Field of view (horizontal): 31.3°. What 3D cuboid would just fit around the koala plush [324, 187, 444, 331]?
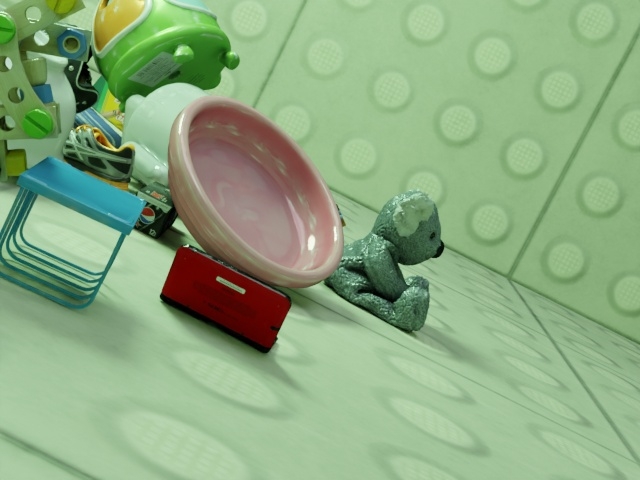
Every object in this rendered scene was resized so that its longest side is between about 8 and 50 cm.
[{"bbox_3d":[0.129,0.011,1.957,0.203,0.221,0.196,27,8,3],"label":"koala plush"}]

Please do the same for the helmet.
[{"bbox_3d":[-0.489,-0.319,2.089,0.169,0.169,0.161,31,-10,29],"label":"helmet"}]

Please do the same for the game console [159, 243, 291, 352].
[{"bbox_3d":[-0.105,0.063,1.335,0.144,0.124,0.085,26,34,2],"label":"game console"}]

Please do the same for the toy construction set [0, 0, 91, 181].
[{"bbox_3d":[-0.402,-0.163,1.190,0.328,0.215,0.151,1,12,6],"label":"toy construction set"}]

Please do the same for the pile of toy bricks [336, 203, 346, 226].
[{"bbox_3d":[0.000,0.000,2.150,0.212,0.118,0.105,105,-39,-87],"label":"pile of toy bricks"}]

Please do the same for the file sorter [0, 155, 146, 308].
[{"bbox_3d":[-0.262,-0.009,1.186,0.118,0.104,0.170,26,8,-8],"label":"file sorter"}]

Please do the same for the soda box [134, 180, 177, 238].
[{"bbox_3d":[-0.247,-0.048,1.714,0.060,0.053,0.169,26,8,-3],"label":"soda box"}]

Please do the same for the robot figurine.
[{"bbox_3d":[-0.203,-0.145,1.973,0.300,0.199,0.353,-19,39,-41],"label":"robot figurine"}]

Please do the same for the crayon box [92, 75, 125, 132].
[{"bbox_3d":[-0.344,-0.275,2.359,0.278,0.165,0.081,39,-1,31],"label":"crayon box"}]

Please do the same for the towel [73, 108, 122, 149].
[{"bbox_3d":[-0.549,-0.255,2.218,0.336,0.040,0.243,19,13,-39],"label":"towel"}]

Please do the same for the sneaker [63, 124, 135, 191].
[{"bbox_3d":[-0.390,-0.151,1.824,0.215,0.083,0.084,26,9,3],"label":"sneaker"}]

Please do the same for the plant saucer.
[{"bbox_3d":[-0.107,-0.063,1.722,0.332,0.084,0.332,34,36,-29],"label":"plant saucer"}]

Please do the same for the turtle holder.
[{"bbox_3d":[-0.285,-0.382,2.158,0.320,0.243,0.227,-17,71,-39],"label":"turtle holder"}]

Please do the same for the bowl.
[{"bbox_3d":[-0.448,-0.238,1.585,0.298,0.134,0.298,37,12,-10],"label":"bowl"}]
